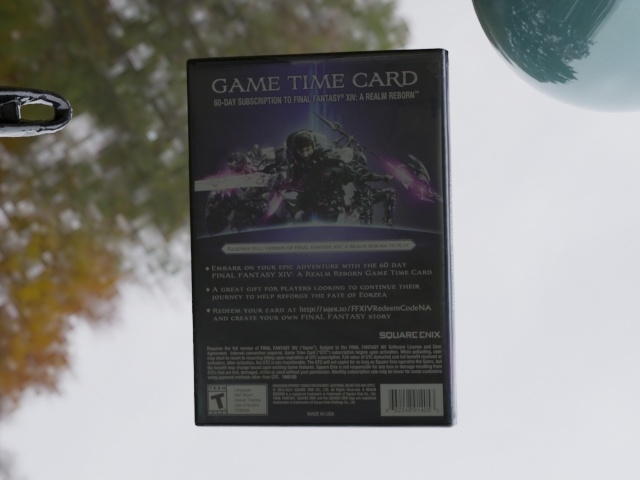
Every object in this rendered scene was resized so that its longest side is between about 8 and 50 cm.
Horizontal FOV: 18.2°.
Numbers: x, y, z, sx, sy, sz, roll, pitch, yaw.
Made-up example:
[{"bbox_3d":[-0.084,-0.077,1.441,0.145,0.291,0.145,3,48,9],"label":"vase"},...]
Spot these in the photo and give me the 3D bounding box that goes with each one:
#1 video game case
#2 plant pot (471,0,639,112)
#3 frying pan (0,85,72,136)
[{"bbox_3d":[0.000,0.000,1.464,0.196,0.274,0.026,-1,180,14],"label":"video game case"},{"bbox_3d":[0.244,-0.237,1.556,0.293,0.293,0.235,-44,172,-30],"label":"plant pot"},{"bbox_3d":[-0.237,-0.047,1.061,0.053,0.326,0.197,-6,-112,34],"label":"frying pan"}]
